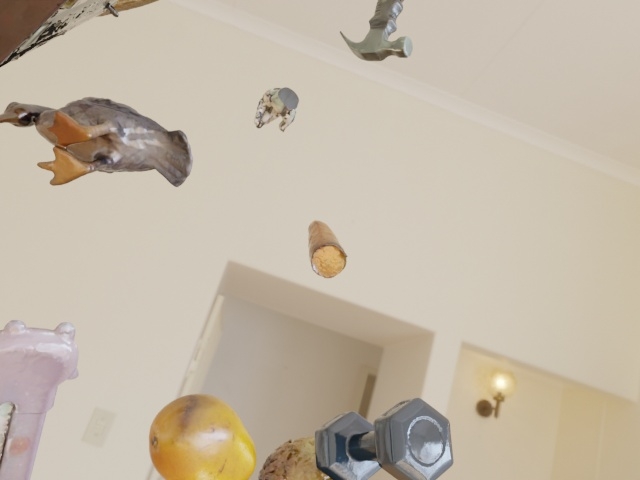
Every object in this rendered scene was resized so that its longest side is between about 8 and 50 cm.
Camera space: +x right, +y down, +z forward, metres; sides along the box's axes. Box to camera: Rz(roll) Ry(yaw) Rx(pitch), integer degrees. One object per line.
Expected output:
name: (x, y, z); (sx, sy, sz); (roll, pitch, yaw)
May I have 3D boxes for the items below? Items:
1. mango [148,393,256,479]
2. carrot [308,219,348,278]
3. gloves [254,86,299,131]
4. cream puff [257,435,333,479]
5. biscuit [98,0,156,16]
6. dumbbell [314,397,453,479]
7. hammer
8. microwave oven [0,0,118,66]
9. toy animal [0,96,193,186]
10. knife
mango: (-0.180, 0.335, 0.881); (0.112, 0.145, 0.219); (16, -28, 49)
carrot: (0.000, 0.000, 1.129); (0.072, 0.072, 0.205); (25, 17, -21)
gloves: (-0.149, -0.440, 1.846); (0.127, 0.111, 0.212); (13, -7, -27)
cream puff: (-0.033, 0.609, 1.337); (0.231, 0.343, 0.327); (19, -36, 26)
biscuit: (-0.361, -0.416, 0.761); (0.301, 0.278, 0.043); (34, -4, -11)
dumbbell: (0.117, 0.415, 1.113); (0.160, 0.144, 0.325); (37, -33, -10)
hammer: (0.133, -0.450, 1.063); (0.159, 0.226, 0.041); (15, -12, 36)
microwave oven: (-0.120, -0.243, 0.272); (0.247, 0.178, 0.188); (-29, -66, 22)
toy animal: (-0.347, -0.160, 0.862); (0.298, 0.122, 0.185); (5, 18, -10)
knife: (-0.309, 0.246, 0.499); (0.132, 0.399, 0.038); (9, 19, -37)
